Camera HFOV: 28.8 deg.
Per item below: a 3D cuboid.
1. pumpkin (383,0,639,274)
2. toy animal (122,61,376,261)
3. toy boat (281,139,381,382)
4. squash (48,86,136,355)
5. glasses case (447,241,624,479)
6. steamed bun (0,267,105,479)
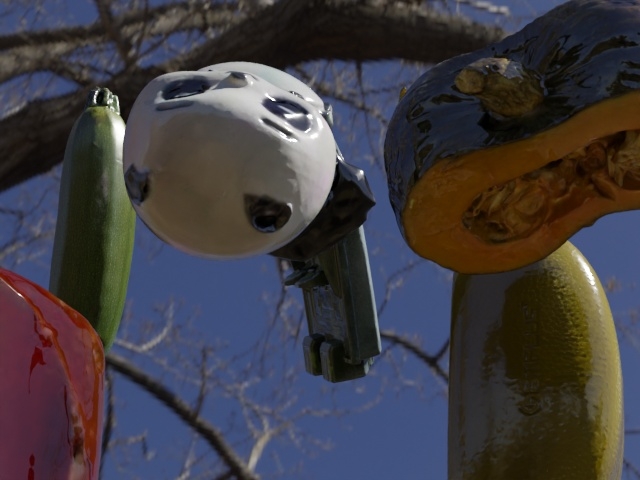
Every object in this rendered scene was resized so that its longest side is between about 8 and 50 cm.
[{"bbox_3d":[0.200,-0.103,1.123,0.317,0.139,0.222,-22,-49,26],"label":"pumpkin"},{"bbox_3d":[-0.050,-0.054,0.857,0.166,0.179,0.138,10,-85,9],"label":"toy animal"},{"bbox_3d":[0.000,0.000,1.439,0.092,0.141,0.319,-10,-85,-19],"label":"toy boat"},{"bbox_3d":[-0.187,-0.015,1.033,0.066,0.252,0.066,2,-15,1],"label":"squash"},{"bbox_3d":[0.216,0.149,1.256,0.173,0.371,0.141,-4,-37,13],"label":"glasses case"},{"bbox_3d":[-0.310,0.132,0.668,0.379,0.235,0.248,5,-27,-7],"label":"steamed bun"}]
